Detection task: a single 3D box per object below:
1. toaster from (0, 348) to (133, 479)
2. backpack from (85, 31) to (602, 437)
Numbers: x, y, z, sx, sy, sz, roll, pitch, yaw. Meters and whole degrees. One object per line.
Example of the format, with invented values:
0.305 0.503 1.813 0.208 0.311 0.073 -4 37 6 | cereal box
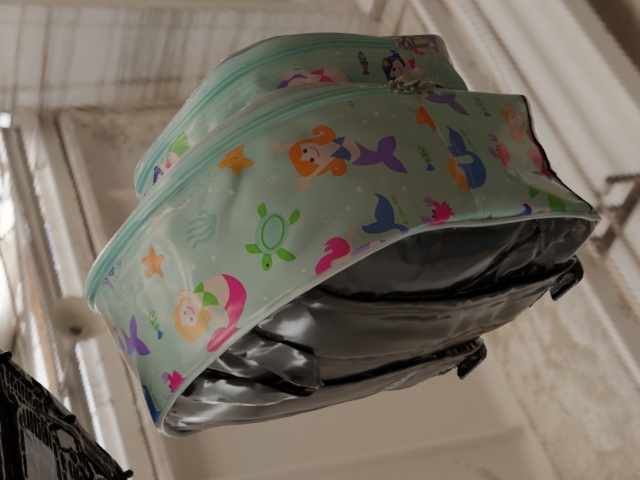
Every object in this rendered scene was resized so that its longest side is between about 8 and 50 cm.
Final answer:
-0.169 0.155 0.647 0.110 0.168 0.185 -26 -135 5 | toaster
0.000 0.000 0.689 0.253 0.225 0.191 -16 -112 -48 | backpack
